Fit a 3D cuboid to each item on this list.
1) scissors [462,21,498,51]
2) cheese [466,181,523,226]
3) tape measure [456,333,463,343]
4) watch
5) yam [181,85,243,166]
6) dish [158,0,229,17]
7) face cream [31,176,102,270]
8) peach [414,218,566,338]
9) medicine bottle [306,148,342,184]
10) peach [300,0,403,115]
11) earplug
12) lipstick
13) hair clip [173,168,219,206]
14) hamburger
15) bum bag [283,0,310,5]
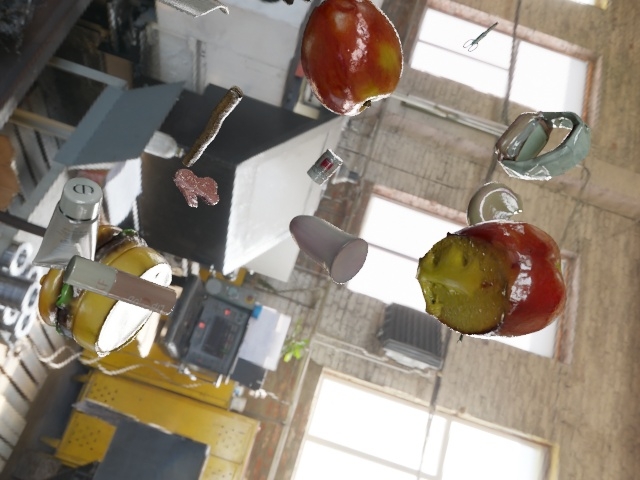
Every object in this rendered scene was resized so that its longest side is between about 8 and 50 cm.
[{"bbox_3d":[0.487,-0.616,1.714,0.119,0.058,0.014,-36,-121,32],"label":"scissors"},{"bbox_3d":[0.518,-0.045,1.780,0.286,0.163,0.082,-60,-179,-9],"label":"cheese"},{"bbox_3d":[0.538,0.194,1.706,0.330,0.084,0.164,-32,-178,-5],"label":"tape measure"},{"bbox_3d":[0.730,-0.301,1.831,0.253,0.161,0.241,-51,-142,5],"label":"watch"},{"bbox_3d":[-0.322,-0.324,1.654,0.327,0.045,0.045,-42,-147,39],"label":"yam"},{"bbox_3d":[-0.347,-0.615,1.434,0.154,0.234,0.064,48,-61,46],"label":"dish"},{"bbox_3d":[-0.574,-0.015,1.313,0.314,0.143,0.089,-54,-143,41],"label":"face cream"},{"bbox_3d":[0.364,0.088,1.269,0.281,0.338,0.281,25,61,-60],"label":"peach"},{"bbox_3d":[0.012,-0.205,1.587,0.091,0.058,0.058,-46,-172,15],"label":"medicine bottle"},{"bbox_3d":[0.069,-0.446,1.363,0.281,0.238,0.281,63,5,-10],"label":"peach"},{"bbox_3d":[0.000,0.000,1.953,0.172,0.301,0.172,-29,136,-31],"label":"earplug"},{"bbox_3d":[-0.472,0.109,1.351,0.070,0.254,0.070,-32,-135,39],"label":"lipstick"},{"bbox_3d":[-0.405,-0.181,1.858,0.123,0.102,0.138,-102,169,-49],"label":"hair clip"},{"bbox_3d":[-0.680,0.137,1.773,0.396,0.277,0.396,-57,173,-11],"label":"hamburger"},{"bbox_3d":[-0.063,-0.557,1.161,0.340,0.095,0.144,-75,155,-65],"label":"bum bag"}]
